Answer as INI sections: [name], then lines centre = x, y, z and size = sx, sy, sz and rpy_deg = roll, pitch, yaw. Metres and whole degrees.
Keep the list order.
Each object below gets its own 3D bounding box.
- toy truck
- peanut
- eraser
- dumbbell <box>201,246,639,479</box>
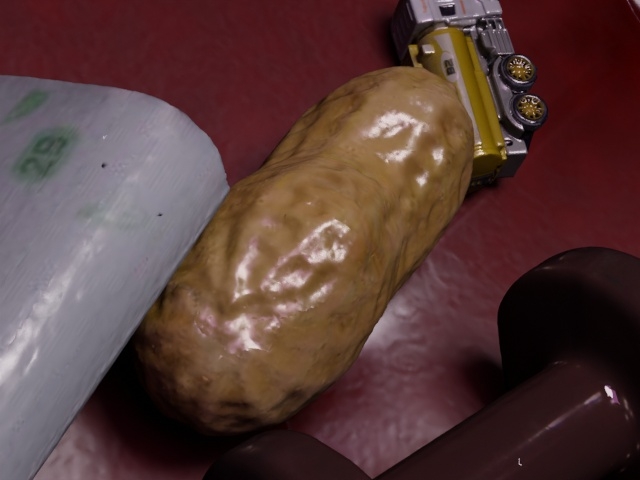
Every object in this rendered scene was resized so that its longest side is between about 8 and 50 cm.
[toy truck]
centre = 0.074, -0.084, 0.933
size = 0.063, 0.052, 0.123
rpy_deg = -7, 64, -17
[peanut]
centre = 0.000, 0.000, 0.820
size = 0.095, 0.108, 0.226
rpy_deg = 44, 52, -2
[eraser]
centre = -0.163, 0.033, 0.723
size = 0.174, 0.081, 0.227
rpy_deg = 10, 50, 27
[dumbbell]
centre = 0.068, 0.104, 0.762
size = 0.225, 0.140, 0.124
rpy_deg = -27, 30, -32
